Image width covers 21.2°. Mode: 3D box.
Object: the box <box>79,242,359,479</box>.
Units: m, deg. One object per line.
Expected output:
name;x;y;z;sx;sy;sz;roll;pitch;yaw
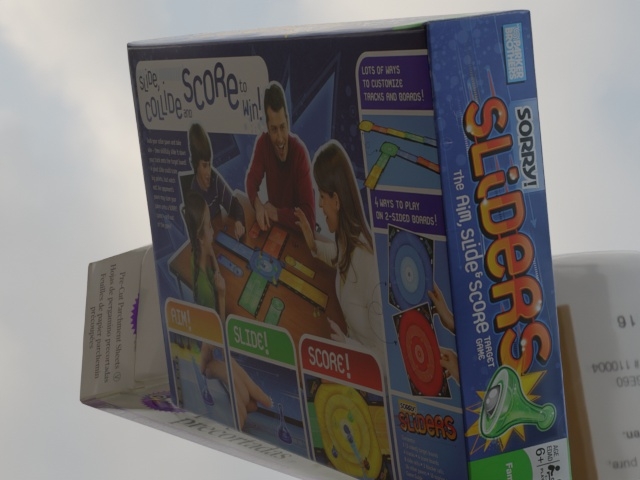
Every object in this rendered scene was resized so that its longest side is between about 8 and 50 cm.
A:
box;0.023;0.080;0.795;0.063;0.067;0.324;-16;-29;34

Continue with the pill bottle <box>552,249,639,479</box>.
pill bottle;0.101;0.128;0.693;0.131;0.131;0.229;-23;-109;49

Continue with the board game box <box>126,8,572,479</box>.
board game box;0.000;0.000;0.537;0.201;0.035;0.136;10;-71;61
